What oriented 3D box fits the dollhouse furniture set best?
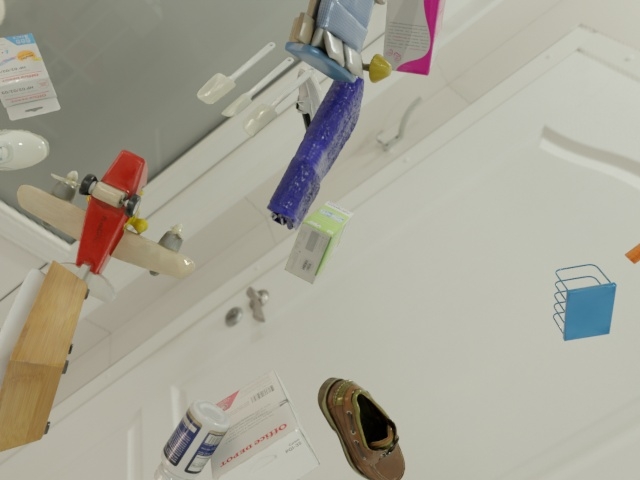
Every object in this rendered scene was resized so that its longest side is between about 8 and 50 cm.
[{"bbox_3d":[0.074,-0.375,0.646,0.198,0.287,0.303,20,6,30],"label":"dollhouse furniture set"}]

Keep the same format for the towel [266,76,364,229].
[{"bbox_3d":[-0.003,-0.166,0.980,0.076,0.308,0.227,27,-3,-3],"label":"towel"}]

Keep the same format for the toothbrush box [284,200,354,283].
[{"bbox_3d":[0.000,0.000,1.829,0.122,0.206,0.283,26,25,8],"label":"toothbrush box"}]

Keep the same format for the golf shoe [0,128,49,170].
[{"bbox_3d":[-0.514,-0.131,0.770,0.086,0.176,0.069,35,-52,50],"label":"golf shoe"}]

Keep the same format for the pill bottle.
[{"bbox_3d":[-0.267,0.424,1.025,0.094,0.169,0.094,33,0,0],"label":"pill bottle"}]

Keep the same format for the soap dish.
[{"bbox_3d":[-0.533,0.210,0.937,0.118,0.229,0.291,17,25,-23],"label":"soap dish"}]

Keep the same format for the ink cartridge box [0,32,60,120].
[{"bbox_3d":[-0.633,-0.348,1.053,0.181,0.104,0.062,59,-24,21],"label":"ink cartridge box"}]

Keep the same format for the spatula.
[{"bbox_3d":[-0.136,-0.350,1.108,0.168,0.242,0.019,35,-23,13],"label":"spatula"}]

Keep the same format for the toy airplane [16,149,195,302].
[{"bbox_3d":[-0.579,-0.030,1.378,0.272,0.384,0.386,-84,156,-66],"label":"toy airplane"}]

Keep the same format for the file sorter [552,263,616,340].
[{"bbox_3d":[0.690,0.162,1.321,0.104,0.118,0.170,-91,169,-58],"label":"file sorter"}]

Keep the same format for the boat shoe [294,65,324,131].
[{"bbox_3d":[-0.029,-0.327,1.219,0.066,0.063,0.184,40,-27,48],"label":"boat shoe"}]

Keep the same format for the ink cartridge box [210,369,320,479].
[{"bbox_3d":[-0.146,0.453,1.156,0.117,0.207,0.283,64,-9,-18],"label":"ink cartridge box"}]

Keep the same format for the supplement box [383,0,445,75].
[{"bbox_3d":[0.209,-0.493,1.095,0.114,0.111,0.220,-61,159,-45],"label":"supplement box"}]

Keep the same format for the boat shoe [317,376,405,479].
[{"bbox_3d":[0.107,0.417,1.043,0.307,0.104,0.111,55,54,-24],"label":"boat shoe"}]

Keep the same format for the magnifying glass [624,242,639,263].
[{"bbox_3d":[0.642,-0.042,0.874,0.026,0.231,0.092,43,21,1],"label":"magnifying glass"}]
